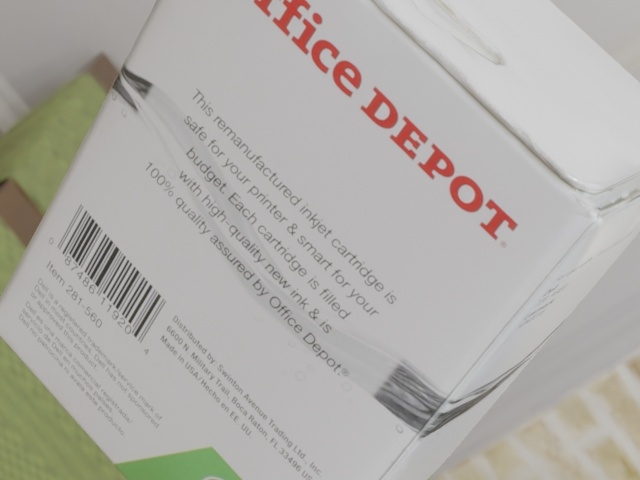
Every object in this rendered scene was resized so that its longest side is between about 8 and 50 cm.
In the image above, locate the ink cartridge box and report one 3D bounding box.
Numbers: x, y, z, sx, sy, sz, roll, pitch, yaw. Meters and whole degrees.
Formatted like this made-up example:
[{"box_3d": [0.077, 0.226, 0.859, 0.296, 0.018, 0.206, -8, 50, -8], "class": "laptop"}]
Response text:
[{"box_3d": [0.000, 0.000, 0.544, 0.160, 0.219, 0.092, 46, 37, 15], "class": "ink cartridge box"}]
